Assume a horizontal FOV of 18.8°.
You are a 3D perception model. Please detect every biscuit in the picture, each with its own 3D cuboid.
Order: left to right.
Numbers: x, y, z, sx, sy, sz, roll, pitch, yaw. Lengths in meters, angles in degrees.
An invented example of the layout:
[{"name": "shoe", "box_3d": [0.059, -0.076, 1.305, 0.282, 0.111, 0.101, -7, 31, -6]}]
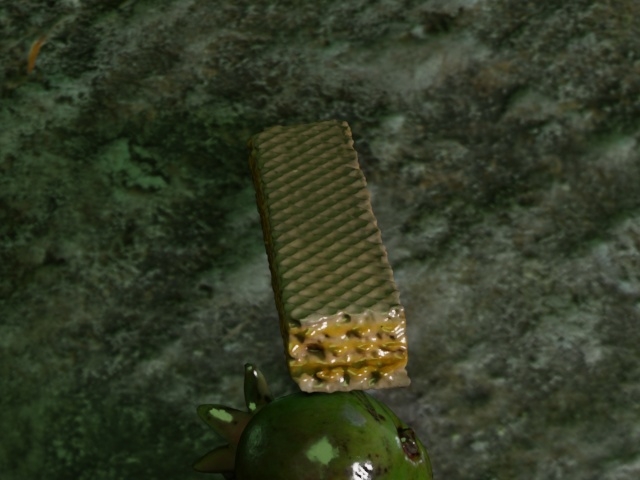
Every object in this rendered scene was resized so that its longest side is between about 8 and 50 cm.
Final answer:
[{"name": "biscuit", "box_3d": [0.000, 0.000, 1.532, 0.094, 0.054, 0.379, -4, 28, -4]}]

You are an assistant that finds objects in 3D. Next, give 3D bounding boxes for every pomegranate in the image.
[{"name": "pomegranate", "box_3d": [-0.006, 0.167, 1.438, 0.131, 0.152, 0.191, -50, 36, -17]}]
